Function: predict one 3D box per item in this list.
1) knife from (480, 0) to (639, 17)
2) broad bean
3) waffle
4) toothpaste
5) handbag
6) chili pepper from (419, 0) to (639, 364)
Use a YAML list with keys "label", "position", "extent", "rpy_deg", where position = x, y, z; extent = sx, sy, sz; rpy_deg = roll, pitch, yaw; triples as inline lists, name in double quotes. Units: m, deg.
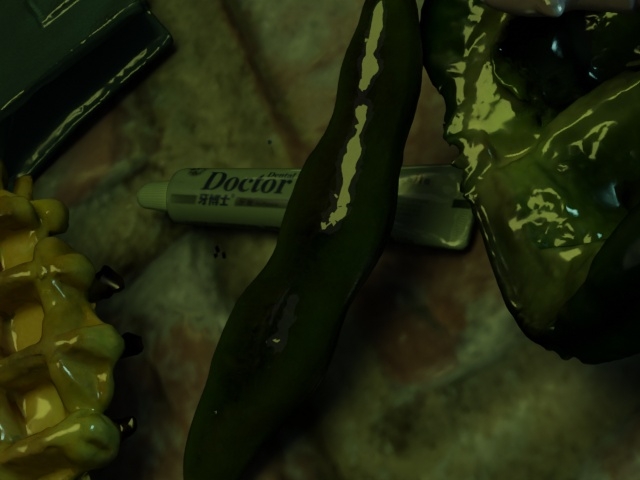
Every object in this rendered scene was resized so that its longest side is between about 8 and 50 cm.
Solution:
- label: "knife"
  position: [0.251, -0.108, 0.719]
  extent: [0.398, 0.038, 0.132]
  rpy_deg: [8, 44, 14]
- label: "broad bean"
  position: [0.001, 0.001, 0.818]
  extent: [0.060, 0.043, 0.297]
  rpy_deg: [27, 98, 31]
- label: "waffle"
  position: [-0.234, 0.090, 0.911]
  extent: [0.329, 0.062, 0.329]
  rpy_deg: [-9, 72, 27]
- label: "toothpaste"
  position: [-0.010, -0.021, 0.898]
  extent: [0.197, 0.029, 0.048]
  rpy_deg: [3, 64, 28]
- label: "handbag"
  position: [-0.199, -0.142, 1.063]
  extent: [0.179, 0.062, 0.229]
  rpy_deg: [-41, 50, -1]
- label: "chili pepper"
  position: [0.134, -0.059, 0.795]
  extent: [0.148, 0.116, 0.264]
  rpy_deg: [-37, 49, 21]
